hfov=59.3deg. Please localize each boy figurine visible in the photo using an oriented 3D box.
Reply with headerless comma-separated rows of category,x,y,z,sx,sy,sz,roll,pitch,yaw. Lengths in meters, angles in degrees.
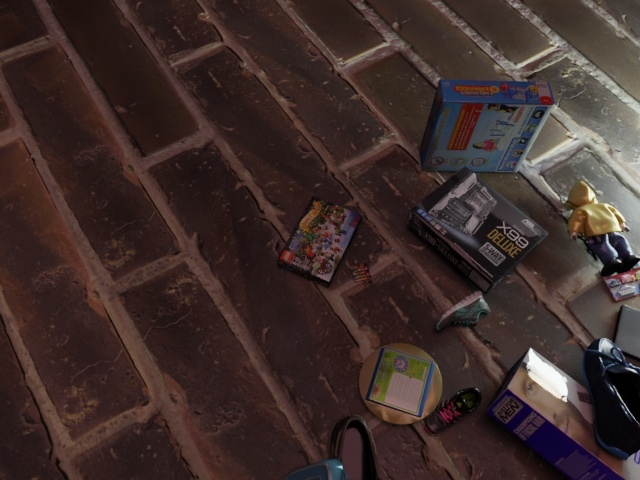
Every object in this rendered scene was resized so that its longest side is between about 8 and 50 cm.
boy figurine,0.777,-0.041,1.599,0.177,0.092,0.285,-14,59,-8

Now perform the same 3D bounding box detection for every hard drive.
hard drive,0.833,0.247,1.489,0.094,0.022,0.135,22,63,10

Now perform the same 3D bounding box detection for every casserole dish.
casserole dish,-0.020,0.544,1.227,0.188,0.037,0.114,-31,46,32

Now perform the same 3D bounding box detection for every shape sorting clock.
shape sorting clock,0.199,0.355,1.401,0.206,0.040,0.206,-1,59,2

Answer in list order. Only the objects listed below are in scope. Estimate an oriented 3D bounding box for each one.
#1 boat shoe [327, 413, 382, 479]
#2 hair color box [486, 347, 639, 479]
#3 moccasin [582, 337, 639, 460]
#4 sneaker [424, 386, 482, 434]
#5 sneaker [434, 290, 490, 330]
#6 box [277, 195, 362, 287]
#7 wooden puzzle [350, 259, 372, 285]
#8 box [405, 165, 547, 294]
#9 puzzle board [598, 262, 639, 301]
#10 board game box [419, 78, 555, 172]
boat shoe,0.074,0.561,1.235,0.132,0.130,0.356,-6,62,-5
hair color box,0.577,0.428,1.301,0.338,0.110,0.185,36,40,18
moccasin,0.700,0.342,1.289,0.137,0.117,0.342,24,36,-2
sneaker,0.325,0.406,1.358,0.170,0.075,0.063,-28,66,-15
sneaker,0.379,0.200,1.481,0.166,0.065,0.076,-30,70,-15
box,0.000,0.000,1.586,0.159,0.044,0.233,23,63,10
wooden puzzle,0.112,0.090,1.562,0.049,0.006,0.083,-11,63,-7
box,0.434,-0.035,1.574,0.242,0.077,0.307,-37,68,-21
puzzle board,0.858,0.110,1.571,0.128,0.011,0.097,-14,63,-9
board game box,0.465,-0.322,1.625,0.301,0.308,0.086,1,60,-2
